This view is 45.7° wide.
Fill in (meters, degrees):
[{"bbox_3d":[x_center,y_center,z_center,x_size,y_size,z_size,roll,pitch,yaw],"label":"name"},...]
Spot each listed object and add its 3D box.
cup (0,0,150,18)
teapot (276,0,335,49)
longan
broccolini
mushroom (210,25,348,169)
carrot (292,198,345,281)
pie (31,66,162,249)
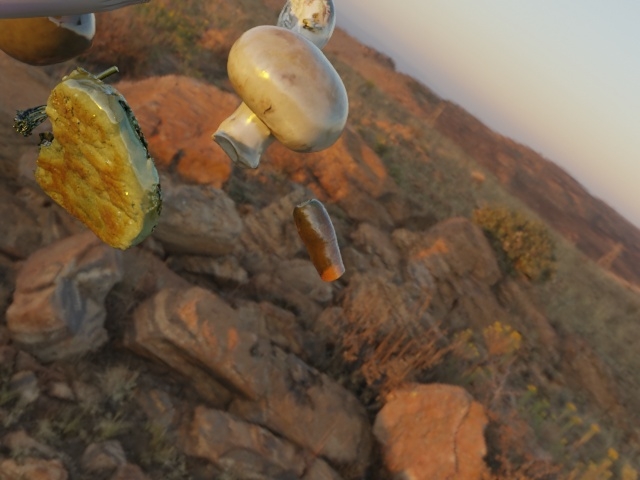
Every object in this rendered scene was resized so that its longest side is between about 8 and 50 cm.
[{"bbox_3d":[-0.545,-0.592,1.563,0.372,0.253,0.253,-7,31,-14],"label":"cup"},{"bbox_3d":[-0.052,-0.599,2.046,0.139,0.204,0.298,19,62,-32],"label":"teapot"},{"bbox_3d":[-0.740,-0.591,1.995,0.288,0.288,0.350,22,9,-45],"label":"longan"},{"bbox_3d":[-0.468,-0.259,1.404,0.042,0.218,0.044,58,-6,32],"label":"broccolini"},{"bbox_3d":[-0.102,-0.289,1.587,0.297,0.290,0.297,49,11,-13],"label":"mushroom"},{"bbox_3d":[0.000,0.000,1.752,0.087,0.087,0.193,-80,148,-73],"label":"carrot"},{"bbox_3d":[-0.394,-0.124,1.333,0.078,0.371,0.296,-35,87,-39],"label":"pie"}]
